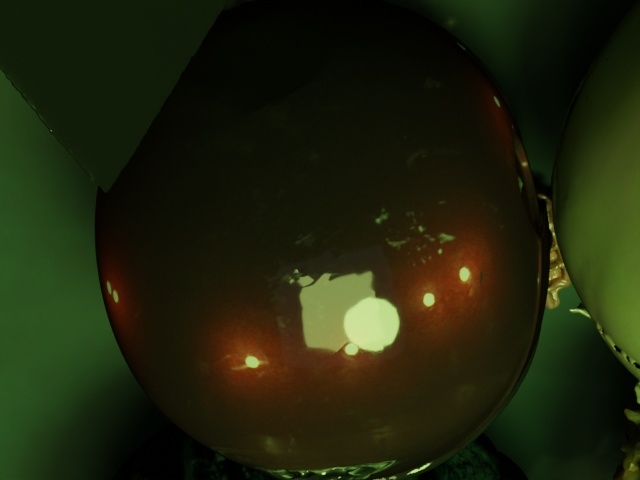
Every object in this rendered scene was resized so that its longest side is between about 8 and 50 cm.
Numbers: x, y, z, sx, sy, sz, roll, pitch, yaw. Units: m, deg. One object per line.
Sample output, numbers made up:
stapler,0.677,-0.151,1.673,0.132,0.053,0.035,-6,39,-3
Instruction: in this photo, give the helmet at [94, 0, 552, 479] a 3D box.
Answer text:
helmet,0.000,0.000,0.830,0.189,0.193,0.216,-7,89,14

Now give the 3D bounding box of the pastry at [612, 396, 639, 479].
pastry,0.245,0.178,0.938,0.275,0.275,0.193,3,150,-10

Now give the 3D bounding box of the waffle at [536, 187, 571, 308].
waffle,0.088,0.006,0.938,0.083,0.029,0.075,13,122,-18

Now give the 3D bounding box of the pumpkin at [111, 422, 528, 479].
pumpkin,-0.001,0.195,0.925,0.248,0.248,0.248,-4,124,-5

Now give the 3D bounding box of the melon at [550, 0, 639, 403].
melon,0.237,-0.049,0.803,0.317,0.223,0.223,-39,120,18

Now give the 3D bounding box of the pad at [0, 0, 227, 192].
pad,-0.067,-0.143,0.520,0.170,0.006,0.245,-60,147,-17
